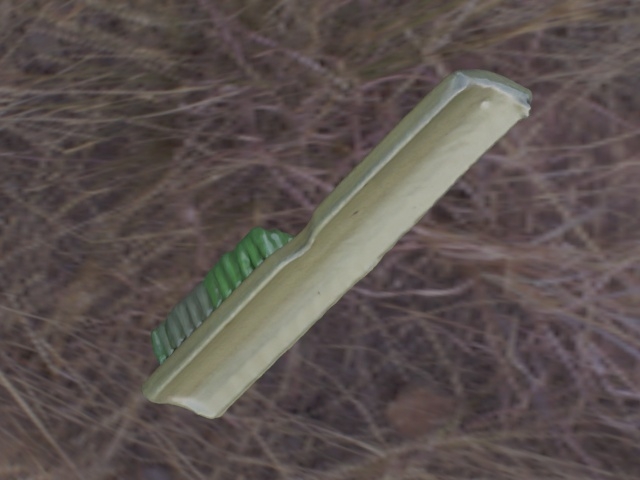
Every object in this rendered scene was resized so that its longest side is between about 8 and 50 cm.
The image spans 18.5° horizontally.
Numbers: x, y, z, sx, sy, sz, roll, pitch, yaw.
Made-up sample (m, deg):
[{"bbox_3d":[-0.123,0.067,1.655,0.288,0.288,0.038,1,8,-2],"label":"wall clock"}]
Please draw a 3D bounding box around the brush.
[{"bbox_3d":[0.000,0.000,1.001,0.054,0.282,0.048,14,47,-35],"label":"brush"}]
